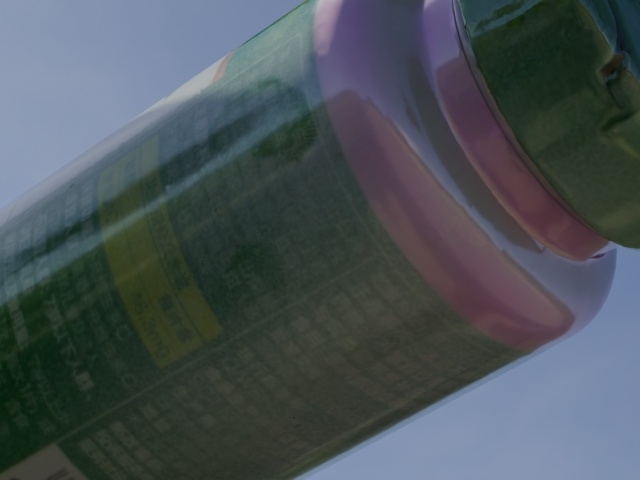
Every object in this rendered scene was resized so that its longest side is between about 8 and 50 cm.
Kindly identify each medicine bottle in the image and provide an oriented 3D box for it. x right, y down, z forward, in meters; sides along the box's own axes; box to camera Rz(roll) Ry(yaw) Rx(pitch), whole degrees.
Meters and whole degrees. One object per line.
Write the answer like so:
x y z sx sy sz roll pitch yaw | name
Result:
0.000 0.000 0.633 0.274 0.133 0.133 -30 -49 28 | medicine bottle
